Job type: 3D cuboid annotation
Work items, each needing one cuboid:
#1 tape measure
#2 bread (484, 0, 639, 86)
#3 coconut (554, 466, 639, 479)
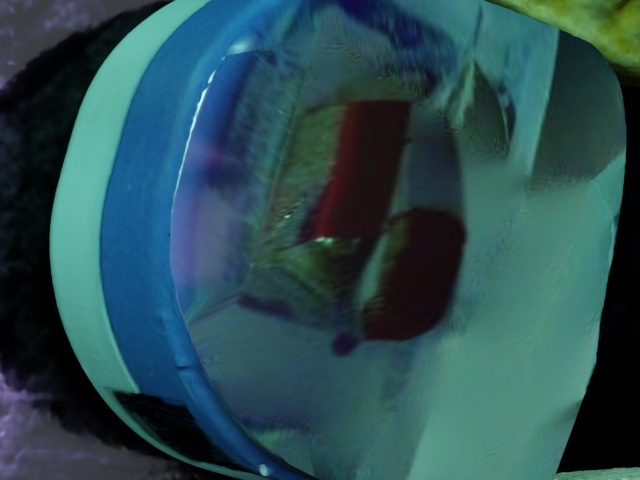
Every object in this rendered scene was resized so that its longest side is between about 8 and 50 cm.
[{"bbox_3d":[0.001,0.001,0.838,0.262,0.138,0.259,20,78,-30],"label":"tape measure"},{"bbox_3d":[0.120,-0.163,0.906,0.267,0.152,0.130,20,70,-32],"label":"bread"},{"bbox_3d":[0.165,0.240,0.894,0.224,0.224,0.234,0,88,-32],"label":"coconut"}]
